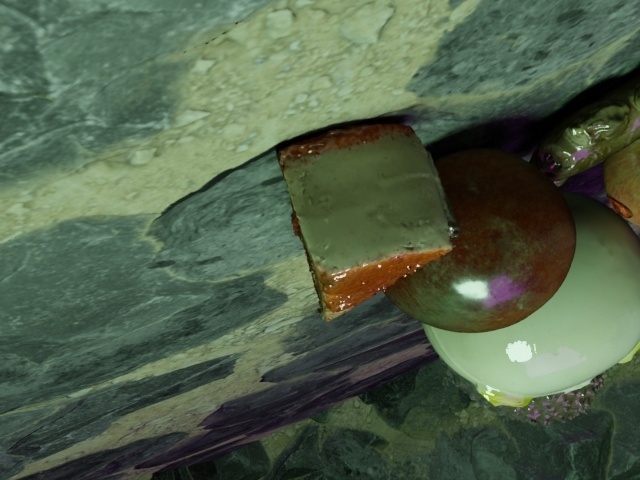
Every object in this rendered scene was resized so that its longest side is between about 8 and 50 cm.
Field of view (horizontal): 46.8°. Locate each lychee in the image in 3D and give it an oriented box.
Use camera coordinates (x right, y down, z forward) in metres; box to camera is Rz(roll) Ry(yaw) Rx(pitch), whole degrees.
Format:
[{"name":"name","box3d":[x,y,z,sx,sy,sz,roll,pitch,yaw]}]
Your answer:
[{"name":"lychee","box3d":[0.467,0.235,1.717,0.380,0.432,0.380,-40,-166,12]}]

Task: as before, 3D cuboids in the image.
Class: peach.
[{"name":"peach","box3d":[0.187,0.005,0.949,0.253,0.252,0.252,-20,162,-7]}]

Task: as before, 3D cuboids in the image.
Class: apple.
[{"name":"apple","box3d":[0.509,-0.103,1.054,0.210,0.209,0.164,-28,147,16]}]

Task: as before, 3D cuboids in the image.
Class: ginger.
[{"name":"ginger","box3d":[0.394,-0.165,0.958,0.333,0.080,0.166,-38,172,23]}]

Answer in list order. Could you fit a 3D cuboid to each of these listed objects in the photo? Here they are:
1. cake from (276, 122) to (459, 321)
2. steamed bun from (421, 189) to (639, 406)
[{"name":"cake","box3d":[0.000,0.000,0.829,0.160,0.158,0.262,-4,156,-35]},{"name":"steamed bun","box3d":[0.343,0.082,1.196,0.374,0.333,0.334,-19,162,-9]}]
